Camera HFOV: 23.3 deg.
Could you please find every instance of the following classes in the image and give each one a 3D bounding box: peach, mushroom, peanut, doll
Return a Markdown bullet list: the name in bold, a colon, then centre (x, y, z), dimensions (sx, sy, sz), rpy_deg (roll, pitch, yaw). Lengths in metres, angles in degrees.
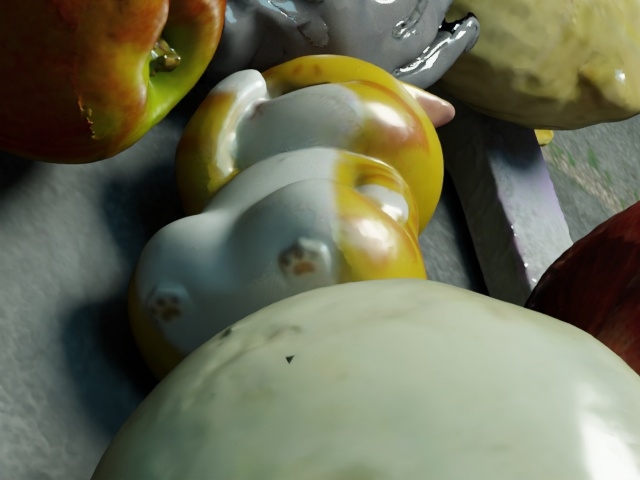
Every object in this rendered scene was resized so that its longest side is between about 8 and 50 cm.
- **peach**: centre (-0.147, -0.145, 0.825), dimensions (0.197, 0.197, 0.197), rpy_deg (35, 35, -29)
- **mushroom**: centre (0.043, 0.200, 0.691), dimensions (0.314, 0.314, 0.336), rpy_deg (-83, 161, -50)
- **peanut**: centre (0.087, -0.210, 1.177), dimensions (0.387, 0.169, 0.192), rpy_deg (35, 6, -2)
- **doll**: centre (-0.007, -0.006, 0.887), dimensions (0.269, 0.167, 0.162), rpy_deg (-82, 153, -46)

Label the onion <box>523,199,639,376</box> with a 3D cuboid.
- **onion**: centre (0.202, 0.122, 0.877), dimensions (0.285, 0.347, 0.347), rpy_deg (16, 46, -33)

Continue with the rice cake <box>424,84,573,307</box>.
- **rice cake**: centre (0.156, 0.011, 1.189), dimensions (0.070, 0.064, 0.399), rpy_deg (10, 51, -32)

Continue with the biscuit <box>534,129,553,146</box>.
- **biscuit**: centre (0.165, -0.177, 1.432), dimensions (0.118, 0.029, 0.247), rpy_deg (35, 35, -29)

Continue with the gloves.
- **gloves**: centre (-0.020, -0.138, 1.007), dimensions (0.286, 0.142, 0.119), rpy_deg (-8, 55, -28)
